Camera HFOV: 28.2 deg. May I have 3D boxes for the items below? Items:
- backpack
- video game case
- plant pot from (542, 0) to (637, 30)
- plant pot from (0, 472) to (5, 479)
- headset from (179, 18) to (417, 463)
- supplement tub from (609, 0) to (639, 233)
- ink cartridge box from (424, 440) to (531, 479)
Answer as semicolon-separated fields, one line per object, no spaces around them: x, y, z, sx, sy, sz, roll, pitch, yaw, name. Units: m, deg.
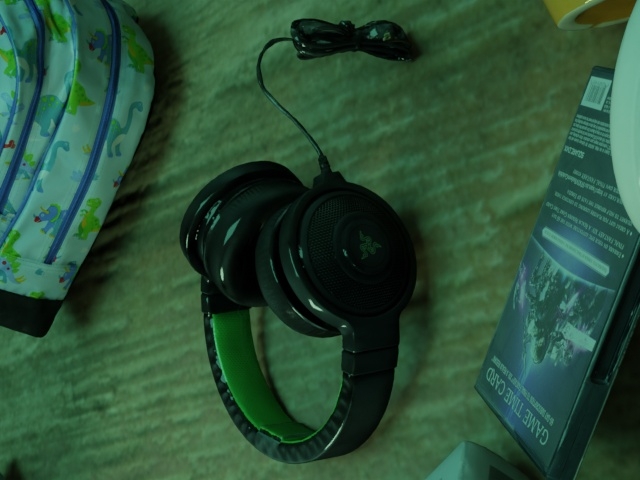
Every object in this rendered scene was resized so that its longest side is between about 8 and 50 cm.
-0.327;-0.125;1.443;0.355;0.273;0.290;-47;43;15;backpack
0.189;0.014;0.917;0.196;0.026;0.274;-123;50;-76;video game case
0.208;-0.260;0.917;0.205;0.205;0.188;-20;83;44;plant pot
-0.440;0.429;1.434;0.252;0.247;0.248;40;112;26;plant pot
0.000;0.000;1.148;0.243;0.185;0.394;17;110;52;headset
0.349;-0.060;0.669;0.331;0.241;0.241;22;98;47;supplement tub
0.011;0.367;0.932;0.385;0.091;0.308;-50;10;27;ink cartridge box
